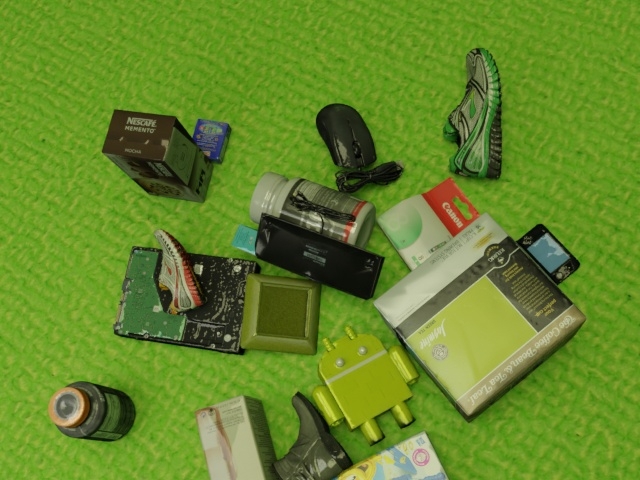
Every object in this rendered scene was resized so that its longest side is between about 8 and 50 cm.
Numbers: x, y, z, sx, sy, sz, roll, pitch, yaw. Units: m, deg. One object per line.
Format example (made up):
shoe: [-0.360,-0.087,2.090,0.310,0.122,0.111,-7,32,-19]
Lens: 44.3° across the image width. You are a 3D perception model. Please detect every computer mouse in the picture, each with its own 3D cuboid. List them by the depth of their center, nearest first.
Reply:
computer mouse: [0.083,-0.257,2.001,0.188,0.072,0.272,-17,64,-22]

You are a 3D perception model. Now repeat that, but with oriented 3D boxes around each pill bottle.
pill bottle: [-0.540,0.400,1.841,0.130,0.245,0.130,-3,72,9]
pill bottle: [-0.021,-0.060,1.935,0.283,0.161,0.161,20,78,16]

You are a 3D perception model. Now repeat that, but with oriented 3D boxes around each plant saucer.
plant saucer: [-0.091,0.174,1.903,0.188,0.045,0.188,7,73,-10]

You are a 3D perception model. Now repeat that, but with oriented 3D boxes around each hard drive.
hard drive: [-0.336,0.149,1.979,0.339,0.064,0.237,6,74,11]

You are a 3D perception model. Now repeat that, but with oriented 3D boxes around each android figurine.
android figurine: [0.101,0.329,1.828,0.248,0.056,0.273,-24,71,-15]

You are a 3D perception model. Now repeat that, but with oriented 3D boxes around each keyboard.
keyboard: [0.000,0.000,1.838,0.317,0.033,0.201,20,112,15]

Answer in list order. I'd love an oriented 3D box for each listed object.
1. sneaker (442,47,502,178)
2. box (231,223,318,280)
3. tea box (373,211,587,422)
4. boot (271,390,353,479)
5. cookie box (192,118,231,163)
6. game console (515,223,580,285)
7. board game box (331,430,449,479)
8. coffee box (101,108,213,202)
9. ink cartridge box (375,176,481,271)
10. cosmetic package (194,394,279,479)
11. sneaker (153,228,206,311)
sneaker: [0.379,-0.323,1.960,0.146,0.134,0.343,1,74,11]
box: [-0.090,0.033,1.947,0.244,0.100,0.060,21,90,15]
tea box: [0.352,0.178,1.764,0.329,0.220,0.323,-38,70,-3]
boot: [-0.049,0.465,1.777,0.161,0.083,0.246,-36,44,-4]
cookie box: [-0.298,-0.266,2.112,0.092,0.040,0.107,11,75,13]
game console: [0.524,0.035,1.849,0.124,0.085,0.144,-38,71,-3]
board game box: [0.165,0.625,1.730,0.302,0.086,0.308,-27,70,1]
coffee box: [-0.401,-0.207,1.976,0.168,0.297,0.119,9,75,12]
ink cartridge box: [0.278,-0.038,1.934,0.225,0.056,0.181,-34,71,0]
cosmetic package: [-0.175,0.518,1.792,0.129,0.153,0.296,-20,69,6]
sneaker: [-0.366,0.071,1.929,0.093,0.088,0.225,-27,70,3]
